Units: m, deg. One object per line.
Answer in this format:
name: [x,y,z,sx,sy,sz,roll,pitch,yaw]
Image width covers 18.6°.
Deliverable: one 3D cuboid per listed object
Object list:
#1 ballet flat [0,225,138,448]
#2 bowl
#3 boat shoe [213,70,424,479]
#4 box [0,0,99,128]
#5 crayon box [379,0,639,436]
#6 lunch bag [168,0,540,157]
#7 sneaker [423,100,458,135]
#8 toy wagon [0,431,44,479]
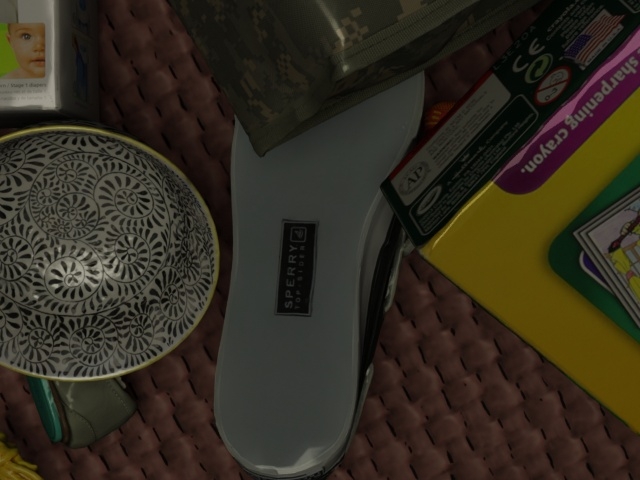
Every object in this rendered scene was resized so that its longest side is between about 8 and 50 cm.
ballet flat: [-0.174,0.025,1.223,0.068,0.072,0.213,-24,97,-18]
bowl: [-0.143,-0.009,1.144,0.170,0.080,0.170,-1,120,-2]
boat shoe: [0.004,0.001,1.170,0.113,0.105,0.306,2,74,6]
box: [-0.196,-0.171,1.152,0.114,0.103,0.203,0,88,6]
crayon box: [0.272,-0.052,1.083,0.313,0.106,0.363,39,102,-25]
lunch bag: [0.039,-0.222,1.092,0.287,0.169,0.235,-30,87,-25]
sneaker: [0.149,-0.070,1.177,0.175,0.064,0.067,6,79,0]
toy wagon: [-0.279,0.265,1.261,0.267,0.068,0.344,34,100,0]
